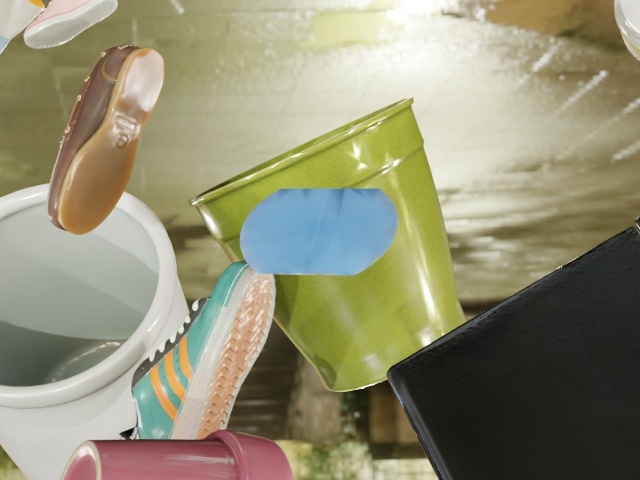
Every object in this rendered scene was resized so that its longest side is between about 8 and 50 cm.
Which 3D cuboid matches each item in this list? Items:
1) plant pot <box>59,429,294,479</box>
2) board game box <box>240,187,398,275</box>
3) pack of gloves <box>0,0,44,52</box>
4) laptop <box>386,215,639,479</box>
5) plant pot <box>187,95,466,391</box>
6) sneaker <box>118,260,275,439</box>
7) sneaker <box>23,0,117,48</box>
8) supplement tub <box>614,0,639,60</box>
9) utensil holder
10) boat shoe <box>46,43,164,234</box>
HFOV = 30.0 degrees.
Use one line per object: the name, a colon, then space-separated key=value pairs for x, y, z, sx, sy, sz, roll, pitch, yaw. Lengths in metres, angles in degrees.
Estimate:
plant pot: x=-0.145 y=0.264 z=1.102 sx=0.180 sy=0.201 sz=0.201 roll=18 pitch=163 yaw=-25
board game box: x=0.000 y=0.000 z=1.261 sx=0.169 sy=0.133 sz=0.033 roll=0 pitch=133 yaw=15
pack of gloves: x=-0.417 y=-0.274 z=1.286 sx=0.195 sy=0.046 sz=0.232 roll=33 pitch=150 yaw=-23
laptop: x=0.345 y=0.196 z=1.057 sx=0.408 sy=0.382 sz=0.236 roll=5 pitch=135 yaw=-38
plant pot: x=0.042 y=0.022 z=1.780 sx=0.366 sy=0.353 sz=0.366 roll=-24 pitch=-174 yaw=3
sneaker: x=-0.154 y=0.144 z=1.374 sx=0.121 sy=0.302 sz=0.108 roll=31 pitch=-161 yaw=23
sneaker: x=-0.347 y=-0.313 z=1.604 sx=0.134 sy=0.070 sz=0.051 roll=-30 pitch=160 yaw=-11
supplement tub: x=0.497 y=-0.328 z=1.701 sx=0.144 sy=0.144 sz=0.200 roll=-5 pitch=178 yaw=18
utensil holder: x=-0.323 y=0.160 z=1.630 sx=0.327 sy=0.327 sz=0.385 roll=-3 pitch=145 yaw=5
boat shoe: x=-0.226 y=-0.104 z=1.212 sx=0.073 sy=0.207 sz=0.073 roll=12 pitch=161 yaw=38
